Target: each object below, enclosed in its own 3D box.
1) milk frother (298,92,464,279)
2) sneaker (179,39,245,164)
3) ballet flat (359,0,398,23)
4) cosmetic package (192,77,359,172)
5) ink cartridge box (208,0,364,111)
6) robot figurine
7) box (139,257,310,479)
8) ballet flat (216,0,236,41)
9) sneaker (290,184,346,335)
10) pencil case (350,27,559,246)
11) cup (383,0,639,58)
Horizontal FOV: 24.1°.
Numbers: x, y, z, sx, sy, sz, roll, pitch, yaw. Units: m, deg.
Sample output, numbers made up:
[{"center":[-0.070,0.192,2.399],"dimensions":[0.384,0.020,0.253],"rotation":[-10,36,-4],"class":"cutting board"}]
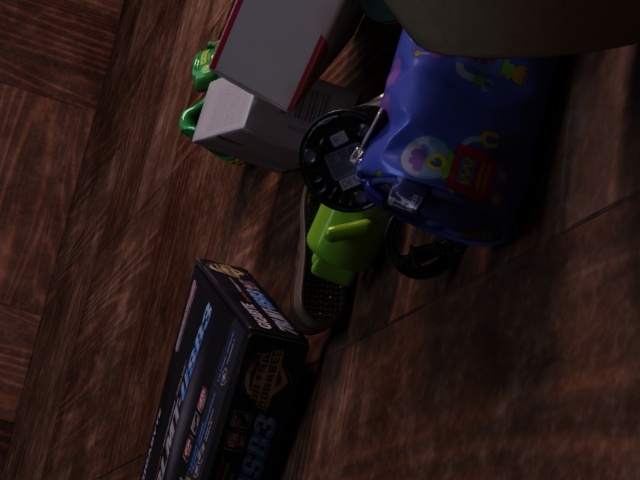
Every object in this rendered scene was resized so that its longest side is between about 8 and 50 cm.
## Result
[{"center":[0.069,-0.048,1.244],"dimensions":[0.135,0.129,0.143],"rotation":[-29,-67,-64],"class":"milk frother"},{"center":[-0.090,-0.206,1.829],"dimensions":[0.109,0.124,0.295],"rotation":[-89,24,-44],"class":"sneaker"},{"center":[0.114,-0.298,1.396],"dimensions":[0.221,0.077,0.079],"rotation":[-55,5,32],"class":"ballet flat"},{"center":[-0.055,-0.134,1.663],"dimensions":[0.231,0.117,0.085],"rotation":[173,115,-72],"class":"cosmetic package"},{"center":[-0.005,-0.262,1.525],"dimensions":[0.172,0.100,0.237],"rotation":[-63,-3,32],"class":"ink cartridge box"},{"center":[0.030,-0.018,1.365],"dimensions":[0.101,0.067,0.115],"rotation":[-84,17,-70],"class":"robot figurine"},{"center":[-0.113,0.194,1.571],"dimensions":[0.293,0.073,0.295],"rotation":[-138,63,-69],"class":"box"},{"center":[-0.036,-0.363,1.874],"dimensions":[0.124,0.116,0.342],"rotation":[-76,9,-51],"class":"ballet flat"},{"center":[0.000,0.000,1.446],"dimensions":[0.071,0.066,0.188],"rotation":[135,150,-66],"class":"sneaker"},{"center":[0.114,-0.148,1.128],"dimensions":[0.119,0.133,0.306],"rotation":[107,178,-77],"class":"pencil case"},{"center":[0.135,-0.245,0.938],"dimensions":[0.331,0.331,0.236],"rotation":[-131,33,-70],"class":"cup"}]
